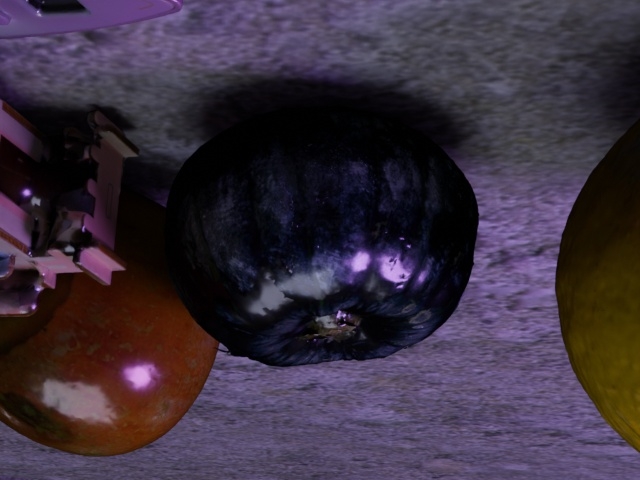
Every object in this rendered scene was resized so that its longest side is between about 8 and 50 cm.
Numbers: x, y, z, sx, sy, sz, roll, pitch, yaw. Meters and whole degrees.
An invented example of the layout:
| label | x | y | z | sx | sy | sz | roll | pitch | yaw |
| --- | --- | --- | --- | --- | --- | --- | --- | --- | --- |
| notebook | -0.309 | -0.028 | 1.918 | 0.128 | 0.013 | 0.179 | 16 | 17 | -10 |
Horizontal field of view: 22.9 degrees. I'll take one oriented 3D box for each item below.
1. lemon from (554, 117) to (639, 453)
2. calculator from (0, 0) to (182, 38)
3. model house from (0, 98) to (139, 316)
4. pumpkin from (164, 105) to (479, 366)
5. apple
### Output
| label | x | y | z | sx | sy | sz | roll | pitch | yaw |
| --- | --- | --- | --- | --- | --- | --- | --- | --- | --- |
| lemon | 0.292 | 0.027 | 0.981 | 0.297 | 0.297 | 0.297 | 5 | 160 | 2 |
| calculator | -0.237 | -0.174 | 0.929 | 0.294 | 0.043 | 0.194 | 0 | 160 | 25 |
| model house | -0.328 | -0.042 | 1.122 | 0.326 | 0.169 | 0.244 | -1 | 157 | 21 |
| pumpkin | 0.000 | 0.000 | 1.148 | 0.233 | 0.163 | 0.233 | -5 | 158 | -2 |
| apple | -0.198 | 0.061 | 1.276 | 0.207 | 0.237 | 0.237 | 24 | 154 | -26 |
